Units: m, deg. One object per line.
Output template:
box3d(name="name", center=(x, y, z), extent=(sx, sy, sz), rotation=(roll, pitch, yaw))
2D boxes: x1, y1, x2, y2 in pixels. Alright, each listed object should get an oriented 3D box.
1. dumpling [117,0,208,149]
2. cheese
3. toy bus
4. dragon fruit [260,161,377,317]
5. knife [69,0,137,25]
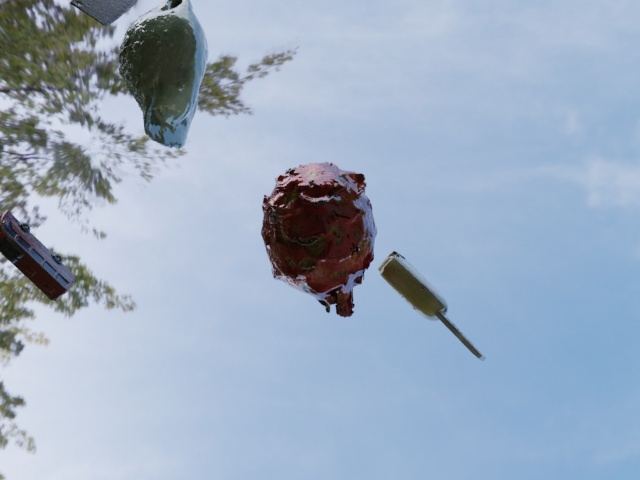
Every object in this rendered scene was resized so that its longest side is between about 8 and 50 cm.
box3d(name="dumpling", center=(-0.201, -0.214, 1.036), extent=(0.108, 0.153, 0.219), rotation=(17, -123, -8))
box3d(name="cheese", center=(0.191, 0.112, 1.405), extent=(0.050, 0.255, 0.127), rotation=(-47, -34, 5))
box3d(name="toy bus", center=(-0.324, 0.018, 0.919), extent=(0.031, 0.043, 0.110), rotation=(-34, -67, 17))
box3d(name="dragon fruit", center=(0.000, 0.000, 1.375), extent=(0.205, 0.210, 0.268), rotation=(-35, -66, -50))
box3d(name="knife", center=(-0.310, -0.399, 1.277), extent=(0.072, 0.245, 0.019), rotation=(32, -50, -15))
